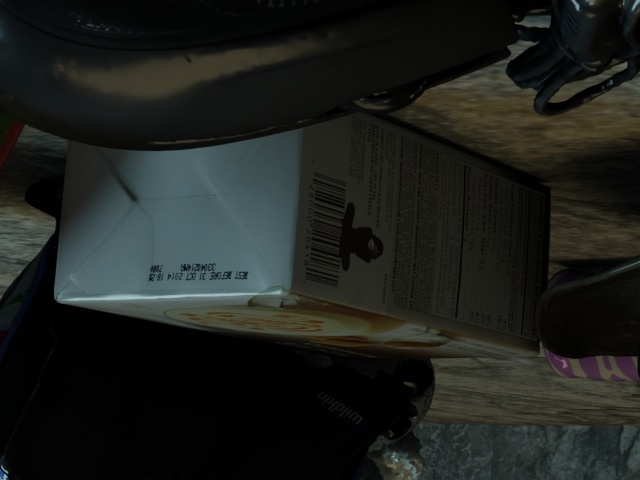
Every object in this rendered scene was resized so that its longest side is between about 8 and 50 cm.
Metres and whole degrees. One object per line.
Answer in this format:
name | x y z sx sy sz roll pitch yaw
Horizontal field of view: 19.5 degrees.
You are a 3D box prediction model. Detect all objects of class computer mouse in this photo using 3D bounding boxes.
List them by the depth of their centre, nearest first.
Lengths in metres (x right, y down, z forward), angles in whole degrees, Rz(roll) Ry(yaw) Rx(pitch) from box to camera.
computer mouse | -0.016 -0.066 0.619 0.272 0.072 0.188 3 172 2

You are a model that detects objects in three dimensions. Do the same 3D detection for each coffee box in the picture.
coffee box | 0.000 0.000 0.952 0.141 0.098 0.246 -2 170 33

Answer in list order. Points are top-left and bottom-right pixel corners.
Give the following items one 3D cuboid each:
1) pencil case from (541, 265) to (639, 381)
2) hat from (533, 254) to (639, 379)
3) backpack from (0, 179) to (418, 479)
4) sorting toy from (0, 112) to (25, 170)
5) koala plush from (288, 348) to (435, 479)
pencil case | 0.252 0.054 1.277 0.206 0.086 0.088 -1 -162 36
hat | 0.278 0.067 0.979 0.331 0.134 0.331 -11 161 -4
backpack | -0.113 0.138 1.066 0.276 0.213 0.263 32 -155 -4
sorting toy | -0.199 -0.038 0.768 0.126 0.127 0.365 29 177 -8
koala plush | -0.002 0.099 1.335 0.203 0.196 0.221 -10 174 41
